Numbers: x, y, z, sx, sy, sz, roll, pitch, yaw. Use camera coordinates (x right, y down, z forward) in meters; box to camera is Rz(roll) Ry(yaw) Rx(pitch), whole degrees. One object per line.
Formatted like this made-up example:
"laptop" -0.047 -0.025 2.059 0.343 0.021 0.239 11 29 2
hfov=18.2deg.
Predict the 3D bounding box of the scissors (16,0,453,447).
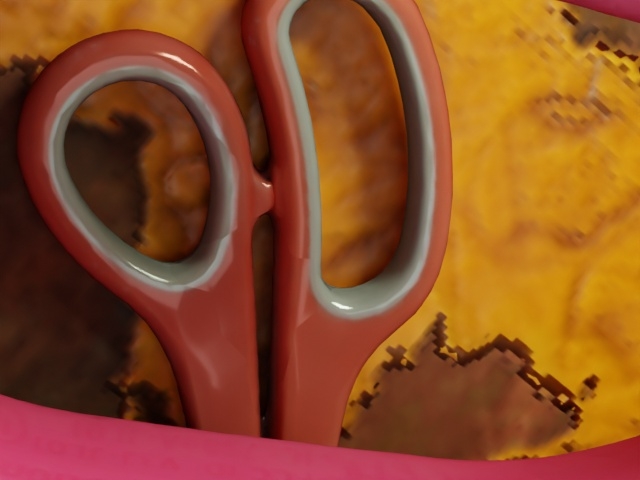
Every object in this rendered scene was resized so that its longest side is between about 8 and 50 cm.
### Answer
"scissors" -0.006 0.073 0.530 0.109 0.021 0.297 -12 108 -11

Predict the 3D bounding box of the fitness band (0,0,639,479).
"fitness band" 0.000 0.000 0.438 0.290 0.054 0.209 8 125 -6
